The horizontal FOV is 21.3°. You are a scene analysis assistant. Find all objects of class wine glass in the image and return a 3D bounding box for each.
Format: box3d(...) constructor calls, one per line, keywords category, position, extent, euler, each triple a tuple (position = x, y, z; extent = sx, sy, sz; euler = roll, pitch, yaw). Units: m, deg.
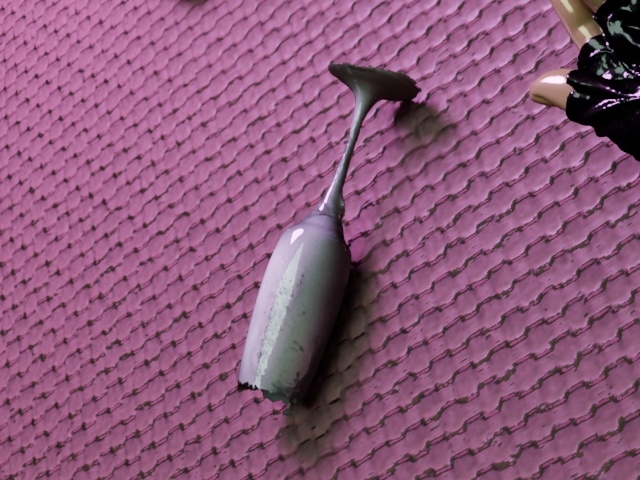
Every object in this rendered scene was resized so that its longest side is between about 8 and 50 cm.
box3d(category="wine glass", position=(0.000, 0.000, 1.249), extent=(0.074, 0.074, 0.262), euler=(7, 75, 49))

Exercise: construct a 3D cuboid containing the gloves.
box3d(category="gloves", position=(0.214, -0.119, 1.041), extent=(0.164, 0.124, 0.203), euler=(-39, 39, -2))
